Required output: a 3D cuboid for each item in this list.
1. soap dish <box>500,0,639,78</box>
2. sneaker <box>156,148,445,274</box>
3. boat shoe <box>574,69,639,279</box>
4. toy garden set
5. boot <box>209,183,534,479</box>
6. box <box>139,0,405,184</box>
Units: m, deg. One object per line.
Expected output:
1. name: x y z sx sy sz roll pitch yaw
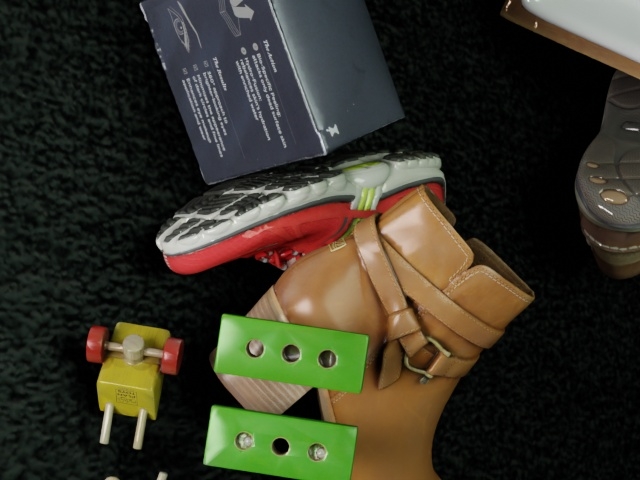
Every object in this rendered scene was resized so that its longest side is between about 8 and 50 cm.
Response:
1. soap dish: 0.342 -0.250 1.520 0.291 0.118 0.229 25 103 5
2. sneaker: 0.000 0.000 1.342 0.279 0.107 0.118 -14 101 -36
3. boat shoe: 0.322 -0.085 1.609 0.324 0.123 0.116 -49 146 -41
4. toy garden set: -0.079 0.175 1.229 0.204 0.049 0.244 8 90 4
5. boot: 0.080 0.106 1.314 0.220 0.109 0.283 -40 107 10
6. box: -0.038 -0.139 1.294 0.093 0.158 0.156 -25 99 -38
